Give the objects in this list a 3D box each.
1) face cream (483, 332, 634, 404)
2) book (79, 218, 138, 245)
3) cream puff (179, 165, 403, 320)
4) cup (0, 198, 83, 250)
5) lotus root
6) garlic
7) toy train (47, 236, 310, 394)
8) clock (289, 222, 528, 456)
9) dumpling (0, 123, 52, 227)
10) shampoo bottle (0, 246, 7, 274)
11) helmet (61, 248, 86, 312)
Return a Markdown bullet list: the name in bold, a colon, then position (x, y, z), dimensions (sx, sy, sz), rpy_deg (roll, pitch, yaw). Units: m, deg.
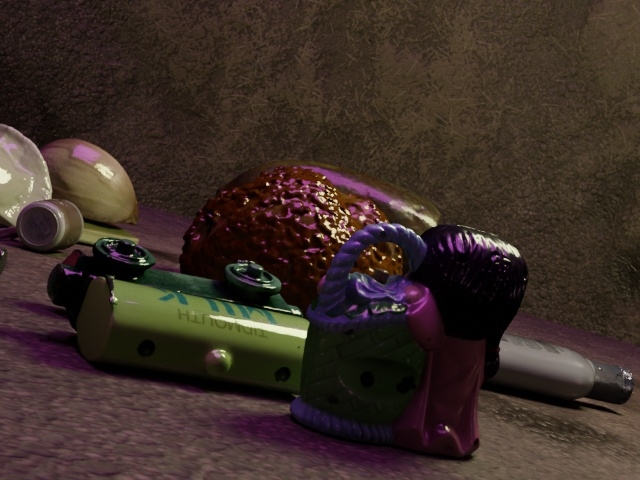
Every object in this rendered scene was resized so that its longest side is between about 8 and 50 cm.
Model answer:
- **face cream**: position (0.293, 0.171, 1.537), dimensions (0.291, 0.071, 0.144), rpy_deg (14, 4, -22)
- **book**: position (-0.501, -0.072, 1.914), dimensions (0.352, 0.035, 0.239), rpy_deg (28, 8, 36)
- **cream puff**: position (-0.029, 0.012, 1.508), dimensions (0.302, 0.212, 0.303), rpy_deg (17, 0, 0)
- **cup**: position (-0.398, -0.026, 1.603), dimensions (0.102, 0.074, 0.099), rpy_deg (16, 3, 3)
- **lotus root**: position (0.000, 0.000, 1.761), dimensions (0.345, 0.251, 0.250), rpy_deg (12, 3, -1)
- **garlic**: position (-0.388, -0.086, 1.868), dimensions (0.206, 0.128, 0.115), rpy_deg (29, 31, -10)
- **toy train**: position (-0.115, 0.076, 1.016), dimensions (0.253, 0.105, 0.157), rpy_deg (14, 17, -30)
- **clock**: position (0.080, 0.077, 0.961), dimensions (0.193, 0.196, 0.100), rpy_deg (16, 5, -29)
- **dumpling**: position (-0.519, -0.106, 1.706), dimensions (0.215, 0.167, 0.126), rpy_deg (10, -31, 23)
- **shampoo bottle**: position (-0.424, 0.002, 1.225), dimensions (0.165, 0.040, 0.080), rpy_deg (15, 1, -2)
- **helmet**: position (-0.238, 0.054, 1.139), dimensions (0.084, 0.049, 0.065), rpy_deg (42, -26, 12)
